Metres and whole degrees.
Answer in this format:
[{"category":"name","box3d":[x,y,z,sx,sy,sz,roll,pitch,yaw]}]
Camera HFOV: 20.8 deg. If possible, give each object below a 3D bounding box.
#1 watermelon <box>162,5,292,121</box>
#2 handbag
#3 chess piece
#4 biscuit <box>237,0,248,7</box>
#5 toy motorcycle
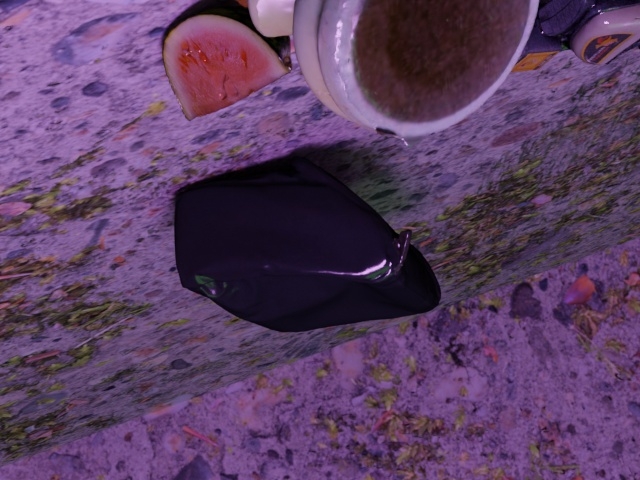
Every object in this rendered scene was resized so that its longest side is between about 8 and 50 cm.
[{"category":"watermelon","box3d":[-0.079,-0.174,1.550,0.163,0.087,0.069,-18,-160,50]},{"category":"handbag","box3d":[-0.001,-0.003,2.049,0.275,0.178,0.302,-9,166,15]},{"category":"chess piece","box3d":[0.001,-0.202,1.200,0.176,0.298,0.176,-17,126,-25]},{"category":"biscuit","box3d":[0.058,-0.253,1.499,0.334,0.047,0.202,-11,162,-31]},{"category":"toy motorcycle","box3d":[0.286,-0.249,1.736,0.157,0.091,0.263,-9,163,-25]}]
